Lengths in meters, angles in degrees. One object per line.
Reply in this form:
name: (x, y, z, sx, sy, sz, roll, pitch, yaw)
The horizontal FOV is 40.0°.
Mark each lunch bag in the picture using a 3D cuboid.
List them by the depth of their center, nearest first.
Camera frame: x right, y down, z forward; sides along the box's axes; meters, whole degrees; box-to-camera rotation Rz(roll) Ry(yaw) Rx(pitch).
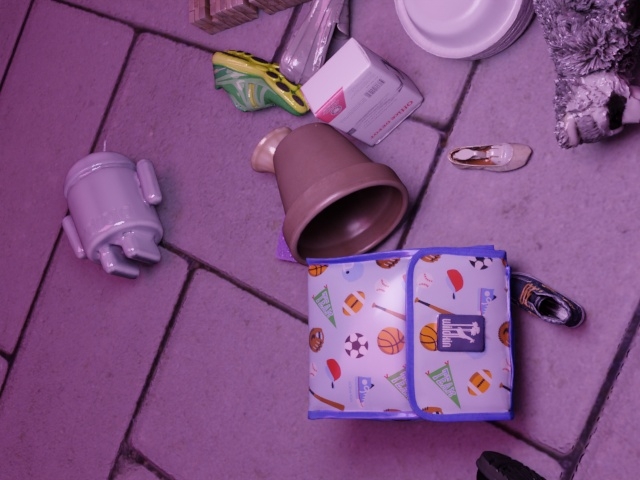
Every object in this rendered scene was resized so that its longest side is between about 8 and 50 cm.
lunch bag: (0.175, 0.182, 1.675, 0.385, 0.239, 0.328, -4, 81, 24)

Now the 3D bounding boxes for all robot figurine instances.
robot figurine: (-0.519, -0.078, 2.196, 0.300, 0.200, 0.353, -33, 65, 13)

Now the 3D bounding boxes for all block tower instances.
block tower: (-0.163, -0.593, 2.116, 0.335, 0.097, 0.091, -9, 77, 31)

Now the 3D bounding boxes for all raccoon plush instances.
raccoon plush: (0.428, -0.374, 1.600, 0.446, 0.216, 0.299, 48, 128, 32)

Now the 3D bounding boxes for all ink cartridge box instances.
ink cartridge box: (0.089, -0.302, 1.822, 0.158, 0.218, 0.092, -41, 57, 21)

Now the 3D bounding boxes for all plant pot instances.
plant pot: (0.013, -0.109, 1.792, 0.263, 0.263, 0.229, -43, 58, 20)

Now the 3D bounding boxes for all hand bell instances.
hand bell: (-0.030, -0.131, 1.944, 0.242, 0.126, 0.126, 43, 106, 24)

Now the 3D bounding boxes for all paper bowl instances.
paper bowl: (0.276, -0.502, 1.736, 0.284, 0.148, 0.284, 5, 100, 33)

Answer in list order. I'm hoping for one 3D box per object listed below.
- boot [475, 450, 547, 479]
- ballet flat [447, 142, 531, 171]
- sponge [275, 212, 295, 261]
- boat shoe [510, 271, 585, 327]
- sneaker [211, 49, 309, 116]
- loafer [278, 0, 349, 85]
boot: (0.351, 0.571, 1.547, 0.348, 0.131, 0.260, 43, 105, 31)
ballet flat: (0.330, -0.165, 1.737, 0.168, 0.052, 0.057, -3, 80, 33)
sponge: (0.000, 0.000, 1.940, 0.210, 0.031, 0.117, 10, 88, 34)
boat shoe: (0.396, 0.104, 1.627, 0.183, 0.083, 0.065, 26, 96, 34)
sneaker: (-0.135, -0.354, 2.066, 0.295, 0.109, 0.123, 31, 126, 29)
loafer: (0.019, -0.492, 1.982, 0.111, 0.112, 0.319, 28, 91, -7)
